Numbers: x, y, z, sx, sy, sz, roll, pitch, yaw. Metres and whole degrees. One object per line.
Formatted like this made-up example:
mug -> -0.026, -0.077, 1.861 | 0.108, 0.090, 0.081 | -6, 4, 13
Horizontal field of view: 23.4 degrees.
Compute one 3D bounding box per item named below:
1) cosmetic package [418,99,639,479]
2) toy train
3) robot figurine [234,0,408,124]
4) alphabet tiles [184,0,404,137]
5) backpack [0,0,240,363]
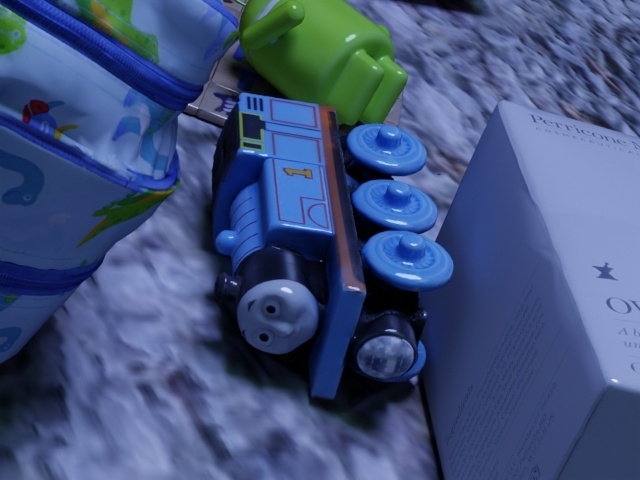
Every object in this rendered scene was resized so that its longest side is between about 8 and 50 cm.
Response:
cosmetic package -> 0.175, 0.068, 0.692 | 0.224, 0.138, 0.225 | 14, 29, -14
toy train -> 0.000, 0.000, 0.749 | 0.105, 0.080, 0.184 | 7, 34, -9
robot figurine -> -0.002, -0.113, 0.920 | 0.115, 0.067, 0.101 | 42, 24, 31
alphabet tiles -> -0.060, -0.121, 0.971 | 0.237, 0.009, 0.198 | 20, 29, -4
backpack -> -0.185, -0.114, 0.642 | 0.290, 0.273, 0.356 | 39, 29, -40
